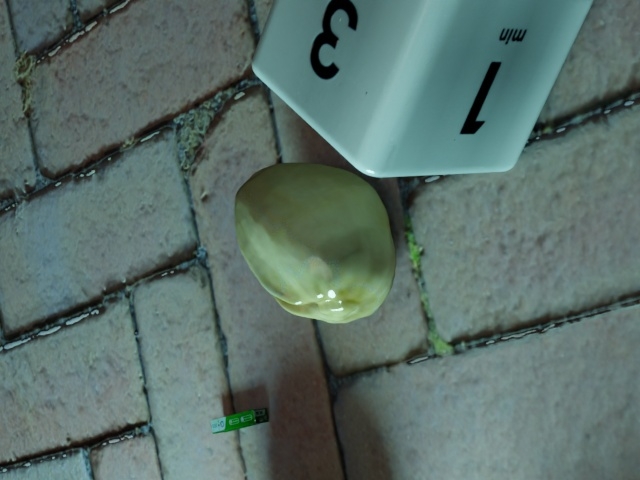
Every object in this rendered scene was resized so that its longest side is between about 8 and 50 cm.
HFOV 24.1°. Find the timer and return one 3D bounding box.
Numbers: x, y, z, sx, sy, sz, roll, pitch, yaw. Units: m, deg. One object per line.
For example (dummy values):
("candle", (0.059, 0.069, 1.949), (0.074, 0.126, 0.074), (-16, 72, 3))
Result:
("timer", (0.086, -0.185, 1.293), (0.192, 0.194, 0.195), (45, 126, 36))

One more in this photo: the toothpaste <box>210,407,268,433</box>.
("toothpaste", (-0.091, 0.202, 1.672), (0.083, 0.020, 0.017), (-20, 77, 48))

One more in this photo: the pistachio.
("pistachio", (0.000, 0.000, 1.483), (0.145, 0.117, 0.200), (-43, 45, -1))
